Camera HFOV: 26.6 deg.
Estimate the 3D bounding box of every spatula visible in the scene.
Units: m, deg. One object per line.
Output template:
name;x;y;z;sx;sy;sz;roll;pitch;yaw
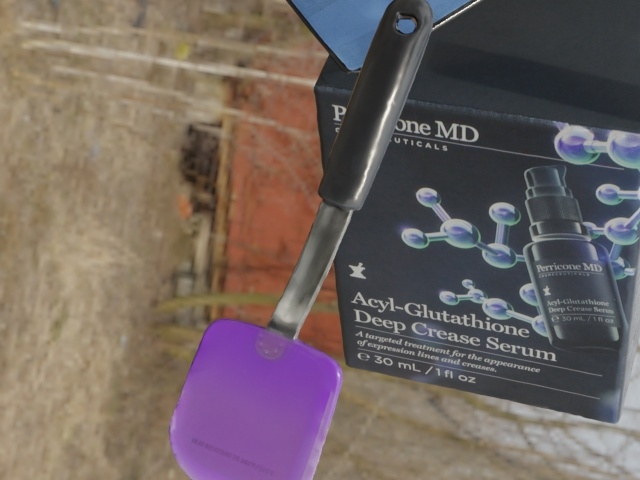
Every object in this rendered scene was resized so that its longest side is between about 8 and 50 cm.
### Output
spatula;0.000;0.000;0.742;0.030;0.084;0.296;71;39;-79

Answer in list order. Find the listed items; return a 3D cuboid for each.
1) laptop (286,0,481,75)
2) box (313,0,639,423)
laptop;0.055;-0.414;1.022;0.408;0.382;0.236;61;-8;-28
box;0.177;-0.044;1.312;0.395;0.293;0.212;83;24;-45
